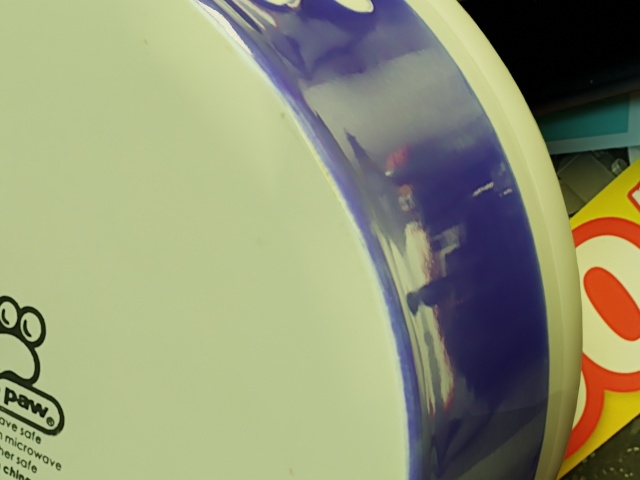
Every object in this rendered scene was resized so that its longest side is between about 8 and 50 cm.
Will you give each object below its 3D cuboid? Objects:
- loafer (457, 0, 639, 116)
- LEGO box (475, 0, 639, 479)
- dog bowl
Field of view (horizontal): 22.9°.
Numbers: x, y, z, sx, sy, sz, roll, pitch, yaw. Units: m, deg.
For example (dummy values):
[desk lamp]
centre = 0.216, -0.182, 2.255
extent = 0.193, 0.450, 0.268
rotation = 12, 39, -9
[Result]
[loafer]
centre = 0.039, -0.067, 0.500
extent = 0.303, 0.109, 0.095
rotation = -21, 66, 28
[LEGO box]
centre = 0.000, 0.000, 0.699
extent = 0.500, 0.193, 0.372
rotation = -14, 65, 34
[dog bowl]
centre = -0.063, 0.025, 0.472
extent = 0.265, 0.104, 0.264
rotation = 9, 109, 29
